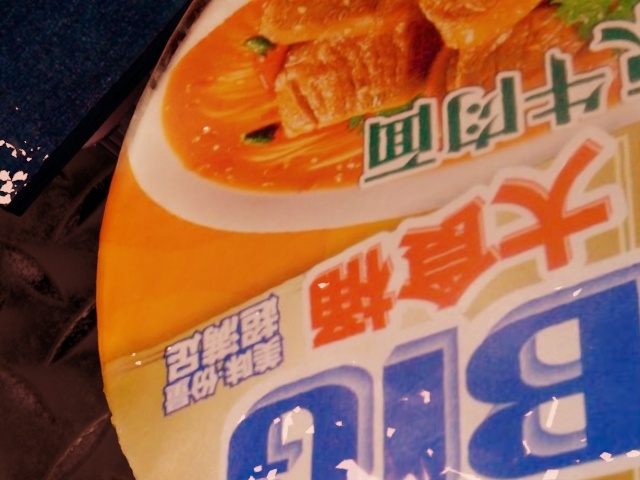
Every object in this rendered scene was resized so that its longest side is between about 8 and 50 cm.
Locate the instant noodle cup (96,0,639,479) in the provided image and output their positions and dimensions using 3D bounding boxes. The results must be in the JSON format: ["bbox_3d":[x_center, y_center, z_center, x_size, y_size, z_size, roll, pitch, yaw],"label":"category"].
[{"bbox_3d":[0.096,0.012,0.435,0.296,0.296,0.214,34,178,42],"label":"instant noodle cup"}]

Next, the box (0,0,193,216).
[{"bbox_3d":[-0.288,-0.209,1.079,0.279,0.261,0.116,41,175,-3],"label":"box"}]

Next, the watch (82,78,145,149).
[{"bbox_3d":[-0.321,-0.217,1.505,0.211,0.217,0.248,50,-153,-47],"label":"watch"}]
